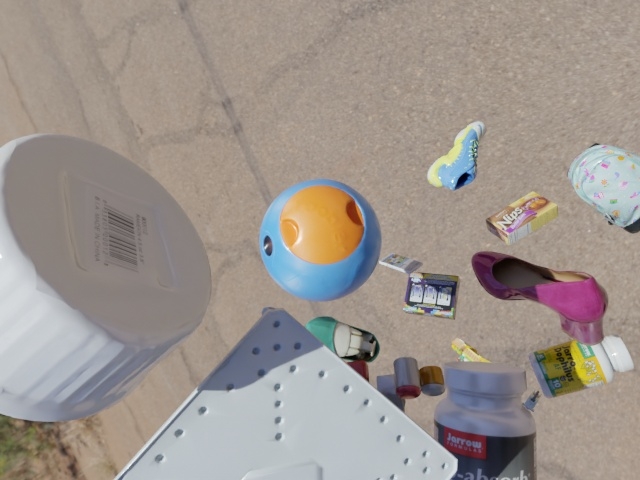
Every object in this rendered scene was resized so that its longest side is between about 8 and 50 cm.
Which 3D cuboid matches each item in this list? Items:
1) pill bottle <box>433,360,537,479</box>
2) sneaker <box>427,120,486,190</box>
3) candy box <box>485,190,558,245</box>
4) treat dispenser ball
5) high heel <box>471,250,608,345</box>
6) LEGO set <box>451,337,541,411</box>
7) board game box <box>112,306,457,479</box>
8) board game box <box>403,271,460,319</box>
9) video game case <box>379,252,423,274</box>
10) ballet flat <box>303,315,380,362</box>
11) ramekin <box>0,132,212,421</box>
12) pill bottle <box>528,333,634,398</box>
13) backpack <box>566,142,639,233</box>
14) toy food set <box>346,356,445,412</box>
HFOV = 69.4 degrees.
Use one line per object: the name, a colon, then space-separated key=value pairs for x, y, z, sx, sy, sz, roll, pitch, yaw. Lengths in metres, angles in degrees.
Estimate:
pill bottle: x=0.348 y=0.454 z=0.988 sx=0.210 sy=0.210 sz=0.363 roll=-5 pitch=81 yaw=43
sneaker: x=0.432 y=-0.237 z=1.357 sx=0.240 sy=0.091 sz=0.126 roll=-49 pitch=52 yaw=0
candy box: x=0.633 y=-0.071 z=1.458 sx=0.053 sy=0.186 sz=0.109 roll=65 pitch=174 yaw=-36
treat dispenser ball: x=0.000 y=0.000 z=1.094 sx=0.288 sy=0.288 sz=0.289 roll=17 pitch=118 yaw=37
high heel: x=0.472 y=0.067 z=1.043 sx=0.377 sy=0.127 sz=0.181 roll=38 pitch=157 yaw=54
LEGO set: x=0.462 y=0.390 z=1.302 sx=0.287 sy=0.132 sz=0.107 roll=33 pitch=94 yaw=38
board game box: x=-0.058 y=0.345 z=0.635 sx=0.390 sy=0.390 sz=0.050 roll=44 pitch=175 yaw=-19
board game box: x=0.375 y=0.184 z=1.557 sx=0.170 sy=0.048 sz=0.141 roll=4 pitch=68 yaw=29
video game case: x=0.275 y=0.077 z=1.576 sx=0.122 sy=0.087 sz=0.011 roll=20 pitch=122 yaw=36
ballet flat: x=0.054 y=0.196 z=0.902 sx=0.087 sy=0.247 sz=0.083 roll=-5 pitch=72 yaw=28
ramekin: x=-0.245 y=0.025 z=0.479 sx=0.135 sy=0.277 sz=0.277 roll=-35 pitch=81 yaw=19
pill bottle: x=0.635 y=0.303 z=1.132 sx=0.208 sy=0.117 sz=0.118 roll=-23 pitch=90 yaw=19
backpack: x=0.589 y=-0.113 z=0.912 sx=0.182 sy=0.115 sz=0.152 roll=33 pitch=111 yaw=1
toy food set: x=0.085 y=0.264 z=0.748 sx=0.232 sy=0.105 sz=0.111 roll=-12 pitch=139 yaw=17
